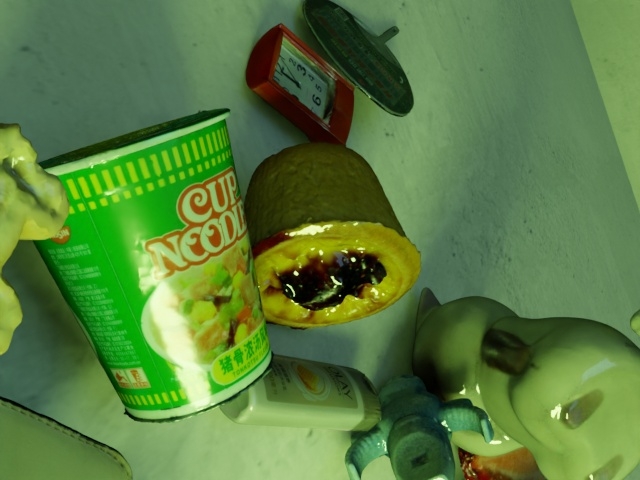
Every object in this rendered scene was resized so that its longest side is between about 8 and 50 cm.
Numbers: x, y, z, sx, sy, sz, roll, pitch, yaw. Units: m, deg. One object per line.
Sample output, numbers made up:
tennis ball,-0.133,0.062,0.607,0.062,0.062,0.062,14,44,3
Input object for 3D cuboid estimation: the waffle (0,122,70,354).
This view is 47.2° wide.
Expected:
waffle,-0.302,0.087,0.335,0.077,0.304,0.348,67,28,-54

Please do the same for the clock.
clock,-0.028,-0.199,0.976,0.155,0.061,0.113,36,48,-35

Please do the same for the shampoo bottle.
shampoo bottle,-0.022,0.173,0.834,0.227,0.056,0.086,20,30,-47

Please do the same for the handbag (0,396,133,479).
handbag,-0.179,0.284,0.371,0.358,0.160,0.236,-104,168,-45

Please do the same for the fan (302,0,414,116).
fan,0.057,-0.312,1.132,0.223,0.012,0.294,29,38,-29

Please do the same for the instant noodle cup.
instant noodle cup,-0.144,0.022,0.650,0.207,0.207,0.232,-37,115,-51

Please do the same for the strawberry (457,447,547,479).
strawberry,0.278,0.348,1.140,0.228,0.098,0.174,-9,101,-41

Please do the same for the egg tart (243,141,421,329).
egg tart,0.000,0.000,0.831,0.215,0.215,0.170,32,38,-42

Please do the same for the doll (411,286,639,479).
doll,0.274,0.191,0.986,0.215,0.370,0.226,51,59,-27

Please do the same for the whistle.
whistle,0.117,0.243,0.911,0.269,0.180,0.093,-94,164,-82
